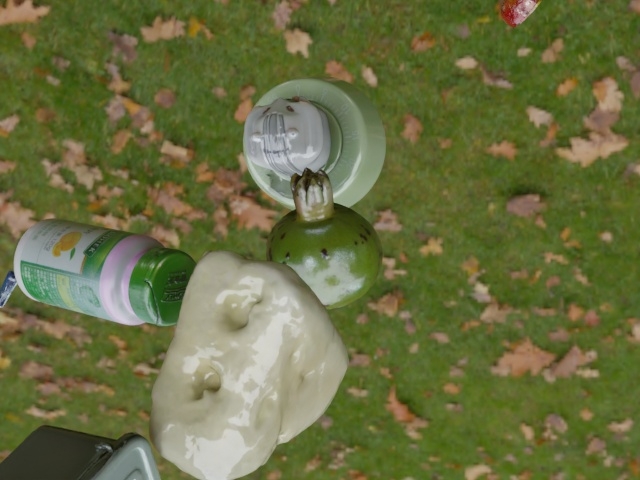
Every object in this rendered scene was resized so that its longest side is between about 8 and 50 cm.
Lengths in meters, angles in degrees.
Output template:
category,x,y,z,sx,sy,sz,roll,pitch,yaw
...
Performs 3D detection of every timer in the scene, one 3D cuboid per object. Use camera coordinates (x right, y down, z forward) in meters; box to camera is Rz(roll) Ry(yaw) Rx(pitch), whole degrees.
category,x,y,z,sx,sy,sz,roll,pitch,yaw
timer,-0.043,-0.195,1.814,0.291,0.290,0.315,-5,180,15

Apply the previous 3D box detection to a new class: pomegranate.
category,x,y,z,sx,sy,sz,roll,pitch,yaw
pomegranate,0.000,0.000,1.513,0.202,0.202,0.247,-3,116,13

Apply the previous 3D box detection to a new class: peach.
category,x,y,z,sx,sy,sz,roll,pitch,yaw
peach,0.354,-0.422,1.658,0.050,0.077,0.083,30,148,-11

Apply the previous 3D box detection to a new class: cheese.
category,x,y,z,sx,sy,sz,roll,pitch,yaw
cheese,-0.084,0.164,1.118,0.174,0.251,0.248,15,167,26

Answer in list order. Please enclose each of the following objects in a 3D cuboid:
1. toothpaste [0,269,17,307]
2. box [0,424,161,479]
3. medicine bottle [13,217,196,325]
category,x,y,z,sx,sy,sz,roll,pitch,yaw
toothpaste,-0.592,0.096,1.759,0.027,0.083,0.019,28,-179,-9
box,-0.263,0.318,1.014,0.135,0.163,0.243,10,127,28
medicine bottle,-0.308,0.048,1.357,0.274,0.133,0.133,11,149,33
